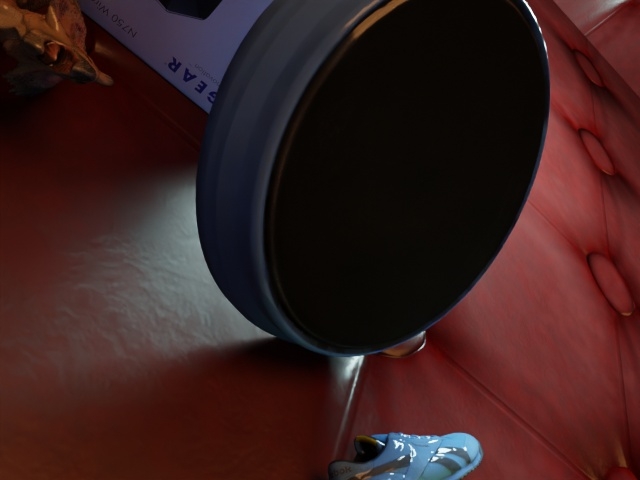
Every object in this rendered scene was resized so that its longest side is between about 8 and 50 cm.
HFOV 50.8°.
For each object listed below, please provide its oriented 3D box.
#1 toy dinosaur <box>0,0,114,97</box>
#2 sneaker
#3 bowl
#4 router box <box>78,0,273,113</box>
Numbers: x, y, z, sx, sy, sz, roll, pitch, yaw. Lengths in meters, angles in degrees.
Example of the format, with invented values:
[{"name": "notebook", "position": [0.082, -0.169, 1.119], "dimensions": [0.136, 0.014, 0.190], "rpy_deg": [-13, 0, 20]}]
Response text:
[{"name": "toy dinosaur", "position": [-0.272, -0.237, 0.586], "dimensions": [0.200, 0.127, 0.295], "rpy_deg": [23, 47, -33]}, {"name": "sneaker", "position": [0.087, 0.212, 0.656], "dimensions": [0.209, 0.069, 0.082], "rpy_deg": [-8, 64, -49]}, {"name": "bowl", "position": [0.074, -0.066, 0.628], "dimensions": [0.391, 0.391, 0.077], "rpy_deg": [5, 20, -44]}, {"name": "router box", "position": [-0.097, -0.298, 0.677], "dimensions": [0.335, 0.301, 0.082], "rpy_deg": [38, 39, -17]}]
